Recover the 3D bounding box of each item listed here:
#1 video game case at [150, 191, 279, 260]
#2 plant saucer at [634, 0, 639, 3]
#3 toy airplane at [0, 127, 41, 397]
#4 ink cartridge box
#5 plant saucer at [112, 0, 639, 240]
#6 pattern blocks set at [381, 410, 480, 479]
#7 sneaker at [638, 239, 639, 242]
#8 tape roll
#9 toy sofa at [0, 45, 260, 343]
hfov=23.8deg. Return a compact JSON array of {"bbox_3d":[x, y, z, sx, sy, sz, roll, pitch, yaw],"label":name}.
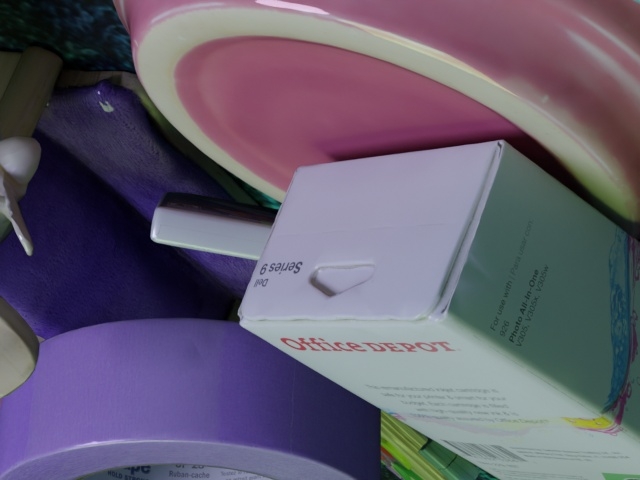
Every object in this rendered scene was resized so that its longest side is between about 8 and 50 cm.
[{"bbox_3d":[0.000,0.000,0.924,0.201,0.023,0.183,9,-176,-5],"label":"video game case"},{"bbox_3d":[0.165,-0.146,0.442,0.317,0.044,0.317,19,163,6],"label":"plant saucer"},{"bbox_3d":[-0.337,-0.093,0.809,0.384,0.272,0.386,6,127,8],"label":"toy airplane"},{"bbox_3d":[0.091,0.046,0.729,0.212,0.093,0.154,31,160,-31],"label":"ink cartridge box"},{"bbox_3d":[0.041,-0.074,0.728,0.332,0.084,0.332,19,161,7],"label":"plant saucer"},{"bbox_3d":[0.047,0.163,1.330,0.285,0.026,0.325,39,169,14],"label":"pattern blocks set"},{"bbox_3d":[0.208,0.027,0.850,0.086,0.085,0.237,4,167,-24],"label":"sneaker"},{"bbox_3d":[-0.093,0.153,1.089,0.274,0.090,0.275,1,151,1],"label":"tape roll"},{"bbox_3d":[-0.143,0.017,1.096,0.177,0.150,0.362,11,159,32],"label":"toy sofa"}]
